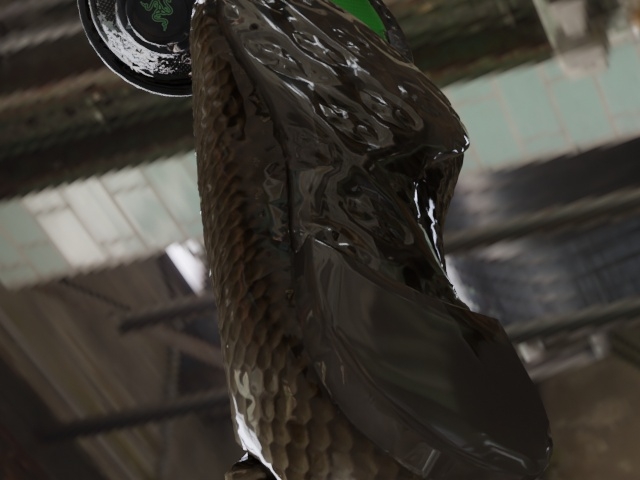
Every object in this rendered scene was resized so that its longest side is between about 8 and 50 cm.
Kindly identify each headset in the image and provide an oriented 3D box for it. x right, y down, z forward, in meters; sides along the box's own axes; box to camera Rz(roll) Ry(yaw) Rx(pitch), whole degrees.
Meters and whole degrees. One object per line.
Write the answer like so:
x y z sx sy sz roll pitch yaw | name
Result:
-0.119 -0.188 1.277 0.185 0.394 0.243 -48 -152 25 | headset

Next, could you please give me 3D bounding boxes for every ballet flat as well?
0.000 0.000 0.432 0.058 0.084 0.250 -56 -159 22 | ballet flat
